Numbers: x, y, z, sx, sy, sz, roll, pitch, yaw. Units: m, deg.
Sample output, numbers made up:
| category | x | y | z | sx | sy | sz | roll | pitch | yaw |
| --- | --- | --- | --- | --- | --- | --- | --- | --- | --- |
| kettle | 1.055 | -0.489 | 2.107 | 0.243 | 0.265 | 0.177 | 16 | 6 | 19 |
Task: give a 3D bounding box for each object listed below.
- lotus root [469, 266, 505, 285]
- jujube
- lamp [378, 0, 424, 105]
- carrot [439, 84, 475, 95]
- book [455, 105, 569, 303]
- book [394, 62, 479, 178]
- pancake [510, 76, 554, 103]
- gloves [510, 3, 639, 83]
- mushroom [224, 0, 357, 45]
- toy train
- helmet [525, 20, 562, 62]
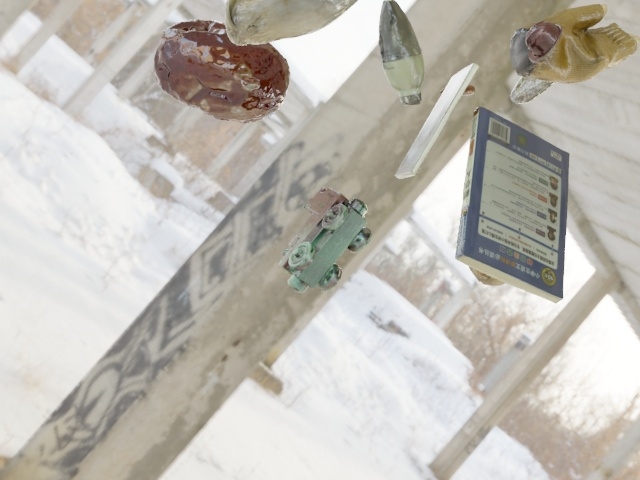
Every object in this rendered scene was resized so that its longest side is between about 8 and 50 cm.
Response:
| category | x | y | z | sx | sy | sz | roll | pitch | yaw |
| --- | --- | --- | --- | --- | --- | --- | --- | --- | --- |
| lotus root | 0.551 | 0.024 | 2.281 | 0.160 | 0.284 | 0.146 | 48 | -39 | 8 |
| jujube | -0.273 | -0.480 | 2.159 | 0.376 | 0.277 | 0.276 | 11 | 0 | -5 |
| lamp | 0.186 | -0.432 | 1.763 | 0.101 | 0.101 | 0.250 | -145 | -142 | -68 |
| carrot | 0.464 | -0.507 | 2.595 | 0.035 | 0.165 | 0.036 | 26 | -58 | 51 |
| book | 0.473 | -0.091 | 1.835 | 0.300 | 0.428 | 0.039 | 24 | -30 | -19 |
| book | 0.292 | -0.298 | 1.947 | 0.021 | 0.310 | 0.217 | 30 | -1 | -5 |
| pancake | 0.689 | -0.516 | 2.402 | 0.029 | 0.212 | 0.235 | 38 | -42 | -18 |
| gloves | 0.698 | -0.536 | 2.101 | 0.155 | 0.356 | 0.203 | 103 | -21 | -84 |
| mushroom | -0.001 | -0.482 | 1.379 | 0.177 | 0.397 | 0.126 | 43 | 0 | -3 |
| toy train | 0.000 | 0.000 | 2.110 | 0.150 | 0.304 | 0.221 | 41 | -4 | -30 |
| helmet | 0.555 | -0.516 | 1.944 | 0.057 | 0.111 | 0.089 | 27 | 21 | -28 |
